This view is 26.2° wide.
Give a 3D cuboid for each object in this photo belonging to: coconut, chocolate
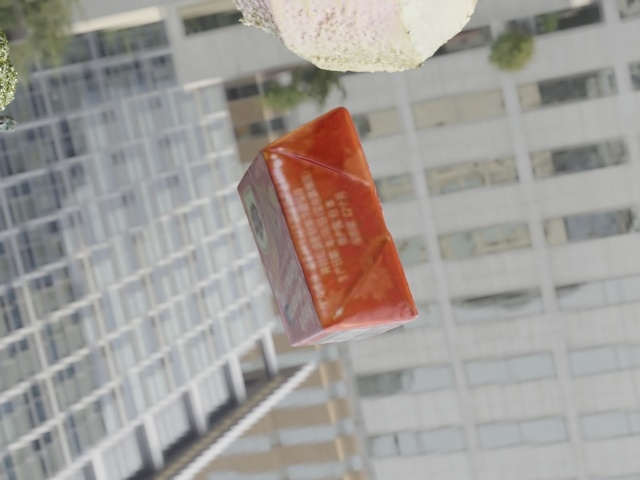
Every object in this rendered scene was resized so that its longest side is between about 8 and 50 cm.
[{"bbox_3d":[0.011,-0.271,1.121,0.233,0.233,0.245,-11,147,10],"label":"coconut"},{"bbox_3d":[0.000,0.000,1.488,0.108,0.234,0.237,-18,176,-15],"label":"chocolate"}]

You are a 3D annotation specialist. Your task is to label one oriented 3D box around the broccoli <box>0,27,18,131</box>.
[{"bbox_3d":[-0.266,-0.119,0.914,0.131,0.120,0.130,23,-157,-40],"label":"broccoli"}]
